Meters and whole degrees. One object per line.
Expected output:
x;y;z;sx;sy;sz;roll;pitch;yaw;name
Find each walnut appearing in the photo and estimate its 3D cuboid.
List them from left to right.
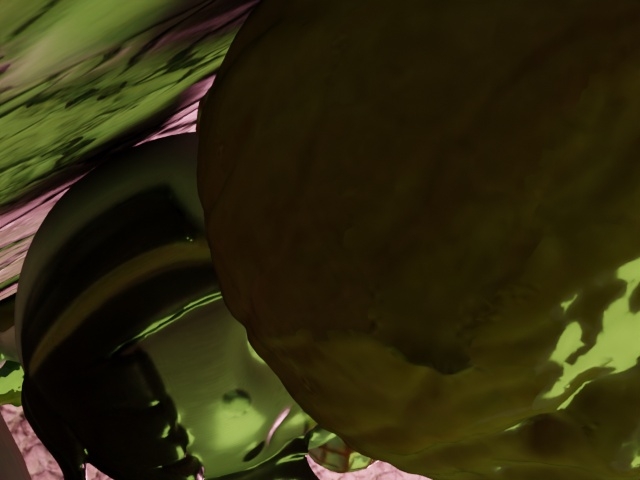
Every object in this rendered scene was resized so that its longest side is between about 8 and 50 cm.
0.073;-0.024;0.544;0.228;0.228;0.228;-30;180;0;walnut

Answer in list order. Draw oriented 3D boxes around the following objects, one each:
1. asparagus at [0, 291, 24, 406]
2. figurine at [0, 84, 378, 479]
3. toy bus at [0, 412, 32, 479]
-0.179;0.043;1.297;0.343;0.085;0.082;-28;155;-26;asparagus
0.000;0.000;0.819;0.370;0.167;0.281;-30;138;-13;figurine
-0.210;0.103;0.368;0.302;0.147;0.127;-31;175;-4;toy bus
